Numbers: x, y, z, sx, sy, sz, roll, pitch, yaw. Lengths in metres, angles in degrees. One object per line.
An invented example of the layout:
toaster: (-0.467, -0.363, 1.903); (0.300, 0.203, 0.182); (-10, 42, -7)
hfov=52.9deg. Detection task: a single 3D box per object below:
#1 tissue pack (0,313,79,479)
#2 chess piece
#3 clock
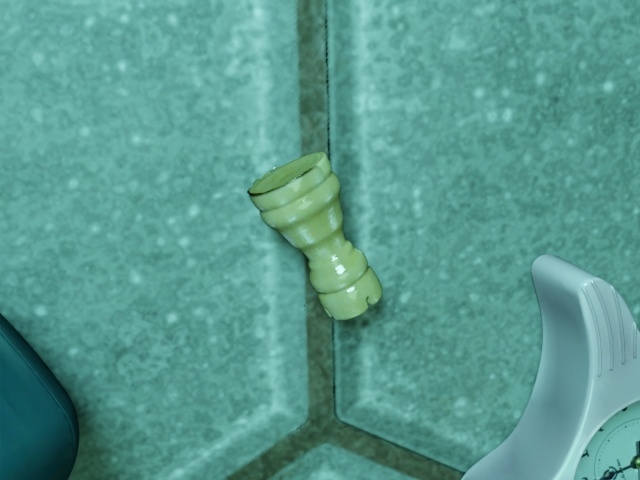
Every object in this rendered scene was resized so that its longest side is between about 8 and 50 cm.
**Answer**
tissue pack: (-0.308, 0.158, 0.410); (0.287, 0.206, 0.198); (-39, 95, -1)
chess piece: (0.000, 0.000, 0.493); (0.066, 0.066, 0.122); (-28, 110, -2)
clock: (0.233, 0.156, 0.549); (0.275, 0.080, 0.291); (-22, 103, -4)
